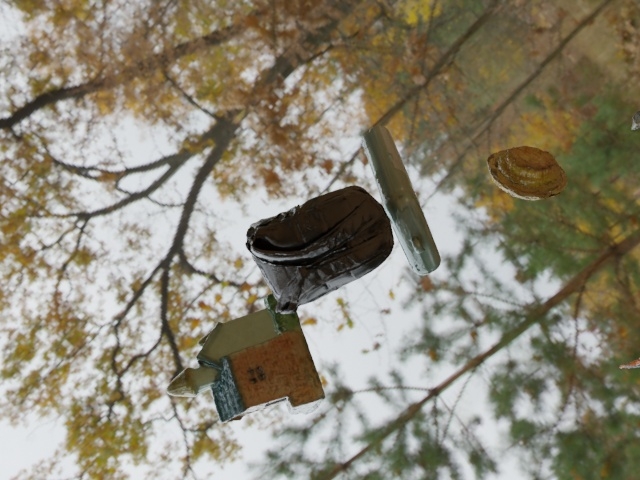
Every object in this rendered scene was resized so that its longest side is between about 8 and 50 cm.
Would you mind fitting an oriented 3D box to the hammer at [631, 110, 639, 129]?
[{"bbox_3d":[0.616,-0.208,1.339,0.297,0.125,0.027,-8,-122,-43],"label":"hammer"}]

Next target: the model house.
[{"bbox_3d":[-0.186,0.294,1.717,0.194,0.324,0.267,104,147,-68],"label":"model house"}]

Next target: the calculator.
[{"bbox_3d":[0.107,-0.057,1.030,0.246,0.045,0.141,-99,-16,-56],"label":"calculator"}]

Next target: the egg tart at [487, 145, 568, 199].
[{"bbox_3d":[0.323,-0.115,1.184,0.128,0.049,0.129,5,-138,-4],"label":"egg tart"}]

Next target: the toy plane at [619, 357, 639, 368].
[{"bbox_3d":[0.586,0.205,1.267,0.135,0.188,0.062,-13,-107,-39],"label":"toy plane"}]

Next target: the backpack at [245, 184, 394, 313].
[{"bbox_3d":[0.003,0.002,0.904,0.106,0.165,0.120,-105,-7,-67],"label":"backpack"}]
